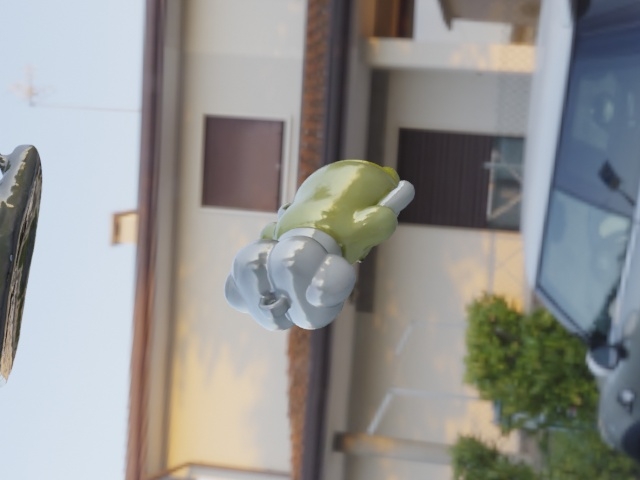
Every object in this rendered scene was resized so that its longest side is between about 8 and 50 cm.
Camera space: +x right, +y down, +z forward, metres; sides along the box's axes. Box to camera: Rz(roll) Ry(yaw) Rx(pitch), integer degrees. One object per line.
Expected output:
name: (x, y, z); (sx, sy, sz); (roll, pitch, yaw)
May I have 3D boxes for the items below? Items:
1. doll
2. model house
doll: (0.000, 0.000, 0.634); (0.162, 0.106, 0.062); (-51, -57, -49)
model house: (-0.316, 0.030, 0.757); (0.122, 0.188, 0.229); (-124, 44, -55)
